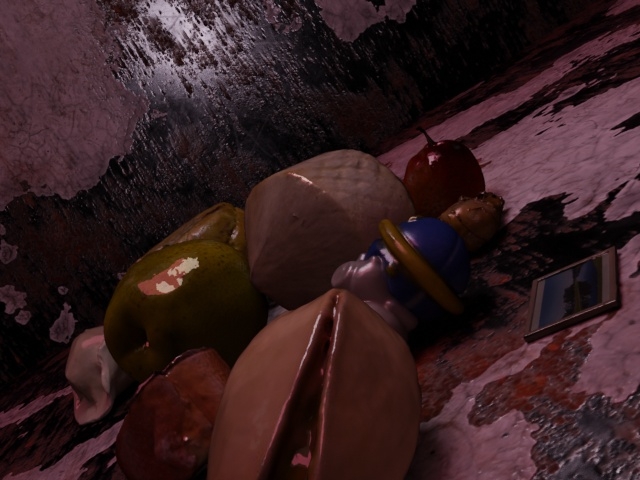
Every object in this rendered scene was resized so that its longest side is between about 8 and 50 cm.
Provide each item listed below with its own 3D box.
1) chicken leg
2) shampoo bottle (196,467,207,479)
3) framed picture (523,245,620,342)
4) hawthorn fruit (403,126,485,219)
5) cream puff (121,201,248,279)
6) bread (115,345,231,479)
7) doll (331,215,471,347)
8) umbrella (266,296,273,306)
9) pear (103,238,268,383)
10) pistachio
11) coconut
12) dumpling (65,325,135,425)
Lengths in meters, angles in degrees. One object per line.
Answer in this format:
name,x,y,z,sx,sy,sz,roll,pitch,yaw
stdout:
chicken leg,0.253,-0.036,1.306,0.101,0.085,0.207,-43,-6,30
shampoo bottle,-0.097,0.272,0.954,0.087,0.049,0.233,-28,10,42
framed picture,0.289,0.059,0.907,0.109,0.011,0.149,-27,11,27
hawthorn fruit,0.223,-0.125,1.486,0.156,0.194,0.157,-20,12,5
cream puff,-0.244,0.091,1.679,0.324,0.257,0.291,-43,17,-34
bread,-0.178,0.235,1.007,0.190,0.123,0.244,-49,-6,-7
doll,0.088,0.075,1.028,0.242,0.160,0.311,-30,14,8
umbrella,-0.148,0.142,1.777,0.188,0.046,0.050,-20,45,47
pear,-0.226,0.135,1.390,0.294,0.294,0.294,-31,10,6
pistachio,-0.003,0.172,0.743,0.193,0.214,0.318,8,24,6
coconut,0.000,0.000,1.338,0.328,0.329,0.329,-31,10,6
dumpling,-0.487,0.308,1.808,0.318,0.187,0.243,-32,46,56
